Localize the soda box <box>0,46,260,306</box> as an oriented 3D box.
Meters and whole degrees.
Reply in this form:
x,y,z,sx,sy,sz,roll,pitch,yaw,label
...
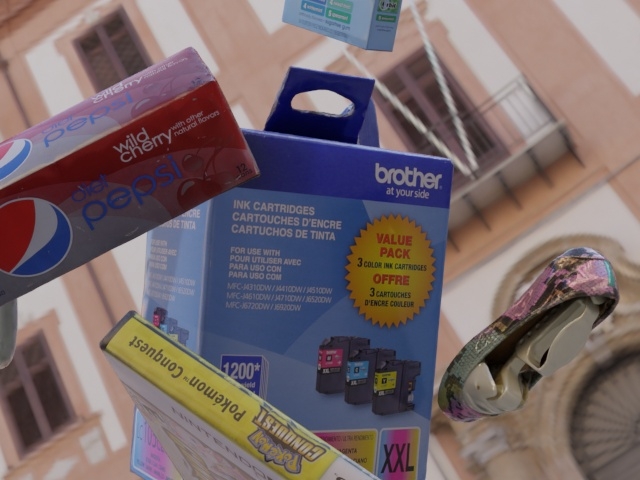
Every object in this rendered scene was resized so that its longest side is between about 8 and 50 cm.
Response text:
x,y,z,sx,sy,sz,roll,pitch,yaw,label
-0.187,-0.042,0.868,0.263,0.083,0.092,-28,-57,-5,soda box

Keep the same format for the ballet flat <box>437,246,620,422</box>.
x,y,z,sx,sy,sz,roll,pitch,yaw,label
0.182,0.101,1.013,0.077,0.079,0.221,29,-63,-22,ballet flat

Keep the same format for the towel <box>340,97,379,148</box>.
x,y,z,sx,sy,sz,roll,pitch,yaw,label
0.000,0.000,1.415,0.336,0.040,0.243,-54,-33,-38,towel

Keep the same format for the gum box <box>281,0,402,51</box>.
x,y,z,sx,sy,sz,roll,pitch,yaw,label
0.032,-0.308,1.215,0.041,0.157,0.184,-3,-69,-37,gum box

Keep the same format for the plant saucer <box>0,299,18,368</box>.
x,y,z,sx,sy,sz,roll,pitch,yaw,label
-0.432,-0.044,1.263,0.101,0.400,0.400,-11,-36,-26,plant saucer

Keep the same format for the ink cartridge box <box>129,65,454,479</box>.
x,y,z,sx,sy,sz,roll,pitch,yaw,label
-0.025,0.039,1.096,0.270,0.395,0.151,4,-1,-33,ink cartridge box

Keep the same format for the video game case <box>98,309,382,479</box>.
x,y,z,sx,sy,sz,roll,pitch,yaw,label
-0.013,0.184,0.756,0.035,0.248,0.275,-48,-29,-22,video game case
